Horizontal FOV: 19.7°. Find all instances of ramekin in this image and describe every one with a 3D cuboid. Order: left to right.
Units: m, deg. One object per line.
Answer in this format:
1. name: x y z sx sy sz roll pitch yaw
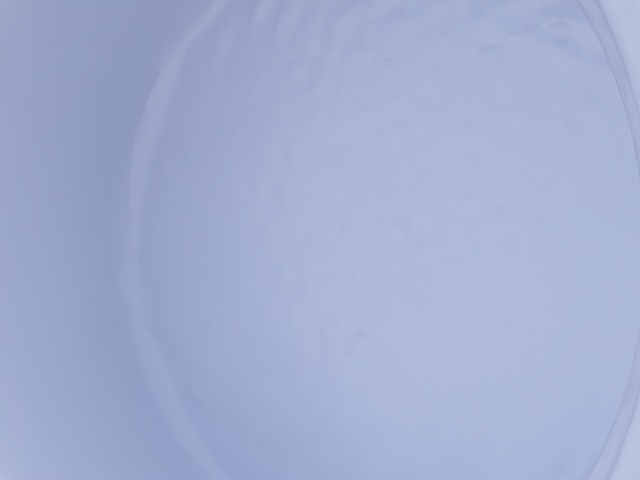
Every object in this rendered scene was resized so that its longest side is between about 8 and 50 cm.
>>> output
1. ramekin: 0.000 0.000 0.532 0.277 0.135 0.277 1 92 31
